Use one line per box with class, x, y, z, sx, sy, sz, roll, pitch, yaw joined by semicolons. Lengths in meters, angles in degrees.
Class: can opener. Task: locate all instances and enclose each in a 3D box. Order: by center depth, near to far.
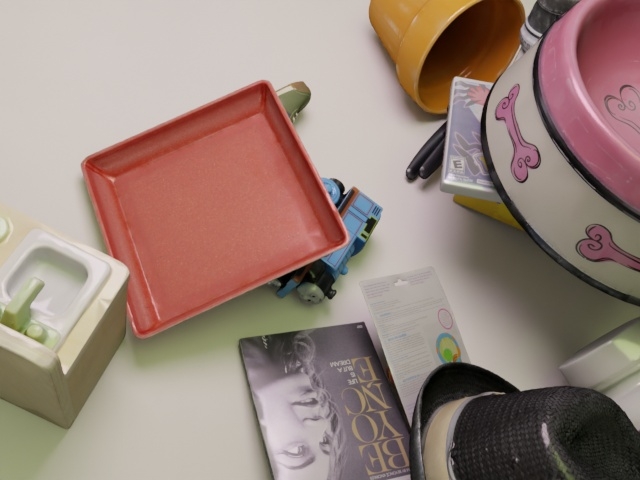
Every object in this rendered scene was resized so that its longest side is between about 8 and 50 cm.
can opener;0.188;-0.155;0.970;0.073;0.059;0.186;49;66;-20

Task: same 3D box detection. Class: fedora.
fedora;0.245;0.249;0.640;0.334;0.152;0.334;29;43;-32

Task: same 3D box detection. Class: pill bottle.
pill bottle;0.431;0.249;0.760;0.169;0.169;0.301;-24;73;-27

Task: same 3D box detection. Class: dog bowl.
dog bowl;0.405;-0.129;0.723;0.408;0.150;0.408;4;61;-7

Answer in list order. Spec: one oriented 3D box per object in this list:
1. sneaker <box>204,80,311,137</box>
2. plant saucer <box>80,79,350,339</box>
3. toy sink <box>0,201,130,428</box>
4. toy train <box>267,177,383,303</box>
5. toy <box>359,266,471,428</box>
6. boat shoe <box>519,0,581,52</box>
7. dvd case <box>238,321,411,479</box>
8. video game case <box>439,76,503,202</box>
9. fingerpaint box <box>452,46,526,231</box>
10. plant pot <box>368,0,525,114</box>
sneaker;-0.074;-0.147;0.879;0.192;0.064;0.086;-34;84;-29
plant saucer;-0.129;-0.040;0.756;0.259;0.047;0.258;-25;65;-4
toy sink;-0.277;0.065;0.595;0.153;0.234;0.131;26;58;-2
toy train;0.000;0.000;0.812;0.105;0.080;0.184;35;58;-4
toy;0.123;0.158;0.770;0.137;0.056;0.237;-8;70;-42
boat shoe;0.451;-0.340;0.907;0.335;0.119;0.121;-19;59;-18
dvd case;0.010;0.194;0.713;0.165;0.018;0.221;-5;50;-20
video game case;0.260;-0.122;0.803;0.201;0.023;0.183;10;59;3
fingerpaint box;0.478;-0.140;0.947;0.445;0.163;0.371;24;57;10
plant pot;0.178;-0.336;0.991;0.205;0.205;0.188;-20;55;-26
